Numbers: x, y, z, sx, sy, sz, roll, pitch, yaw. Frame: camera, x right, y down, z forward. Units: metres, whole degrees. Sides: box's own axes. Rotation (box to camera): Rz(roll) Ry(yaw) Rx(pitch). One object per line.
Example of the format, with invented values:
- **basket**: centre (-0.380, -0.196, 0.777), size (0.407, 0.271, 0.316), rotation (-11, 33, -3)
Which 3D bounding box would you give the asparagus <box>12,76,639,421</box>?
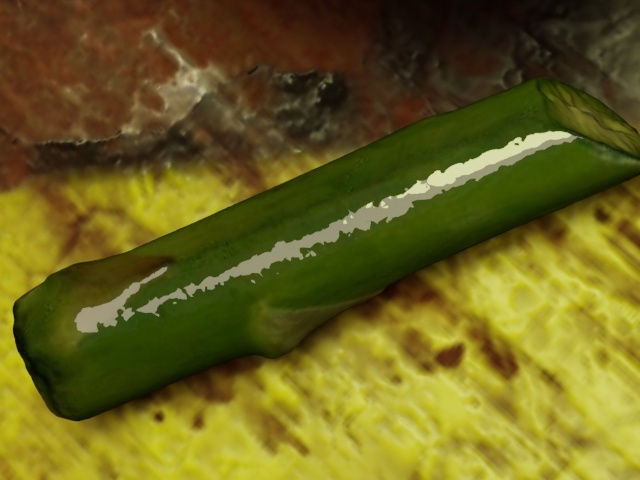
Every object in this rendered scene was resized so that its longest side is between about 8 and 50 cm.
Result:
- **asparagus**: centre (0.000, 0.000, 0.621), size (0.277, 0.060, 0.067), rotation (-26, 65, 10)
